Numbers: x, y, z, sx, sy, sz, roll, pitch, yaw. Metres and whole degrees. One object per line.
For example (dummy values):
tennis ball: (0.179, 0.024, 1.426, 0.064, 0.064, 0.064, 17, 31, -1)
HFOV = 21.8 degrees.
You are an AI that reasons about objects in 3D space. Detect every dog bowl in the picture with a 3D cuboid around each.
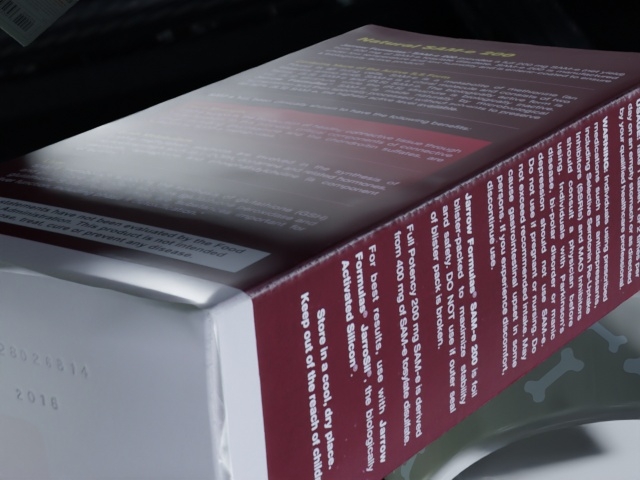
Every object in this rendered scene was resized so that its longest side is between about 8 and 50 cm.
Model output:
dog bowl: (0.212, 0.174, 1.242, 0.349, 0.348, 0.102, -10, -131, 10)

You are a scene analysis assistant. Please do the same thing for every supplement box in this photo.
supplement box: (0.000, 0.000, 0.484, 0.130, 0.073, 0.239, 11, -155, 36)

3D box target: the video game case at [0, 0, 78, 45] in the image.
video game case: (-0.277, -0.301, 1.551, 0.193, 0.212, 0.023, -39, -133, 11)
